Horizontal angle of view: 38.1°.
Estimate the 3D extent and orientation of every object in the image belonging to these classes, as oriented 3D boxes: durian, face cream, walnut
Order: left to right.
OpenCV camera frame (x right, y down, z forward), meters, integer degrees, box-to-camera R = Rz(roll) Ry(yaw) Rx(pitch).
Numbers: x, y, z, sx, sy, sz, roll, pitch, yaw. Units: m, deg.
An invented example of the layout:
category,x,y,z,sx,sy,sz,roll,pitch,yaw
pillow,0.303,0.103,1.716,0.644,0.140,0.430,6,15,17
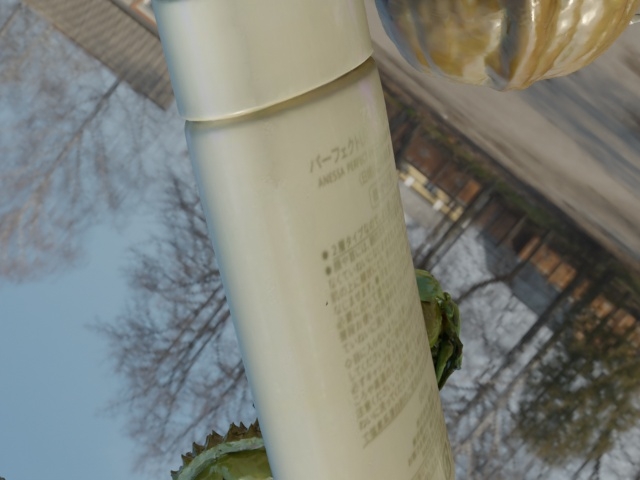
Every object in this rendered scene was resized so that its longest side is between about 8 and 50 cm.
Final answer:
category,x,y,z,sx,sy,sz,roll,pitch,yaw
durian,-0.026,0.204,0.760,0.208,0.146,0.102,-3,-159,9
face cream,0.000,0.000,0.480,0.173,0.081,0.349,-49,-50,-61
walnut,0.142,-0.232,0.697,0.225,0.225,0.261,47,153,44

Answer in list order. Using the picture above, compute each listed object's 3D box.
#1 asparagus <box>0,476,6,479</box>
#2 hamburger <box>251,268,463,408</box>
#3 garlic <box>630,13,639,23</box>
category,x,y,z,sx,sy,sz,roll,pitch,yaw
asparagus,-0.312,0.241,0.890,0.030,0.036,0.165,8,177,-30
hamburger,0.031,0.115,0.909,0.235,0.214,0.125,-71,-29,-54
garlic,0.222,-0.367,1.009,0.245,0.340,0.231,6,166,-10
